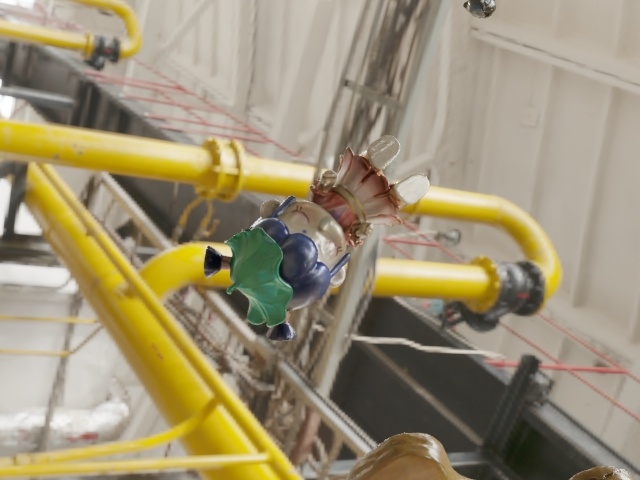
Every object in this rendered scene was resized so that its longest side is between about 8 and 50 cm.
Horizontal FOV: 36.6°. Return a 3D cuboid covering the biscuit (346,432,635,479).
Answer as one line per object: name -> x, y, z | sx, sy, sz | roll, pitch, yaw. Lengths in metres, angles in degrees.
biscuit -> 0.150, 0.249, 0.707 | 0.216, 0.339, 0.047 | -58, -159, 27

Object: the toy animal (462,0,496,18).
toy animal -> 0.198, -0.360, 1.293 | 0.065, 0.047, 0.136 | -74, 146, -67

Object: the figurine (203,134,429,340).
figurine -> 0.000, 0.000, 0.852 | 0.111, 0.195, 0.102 | 53, -17, 2
